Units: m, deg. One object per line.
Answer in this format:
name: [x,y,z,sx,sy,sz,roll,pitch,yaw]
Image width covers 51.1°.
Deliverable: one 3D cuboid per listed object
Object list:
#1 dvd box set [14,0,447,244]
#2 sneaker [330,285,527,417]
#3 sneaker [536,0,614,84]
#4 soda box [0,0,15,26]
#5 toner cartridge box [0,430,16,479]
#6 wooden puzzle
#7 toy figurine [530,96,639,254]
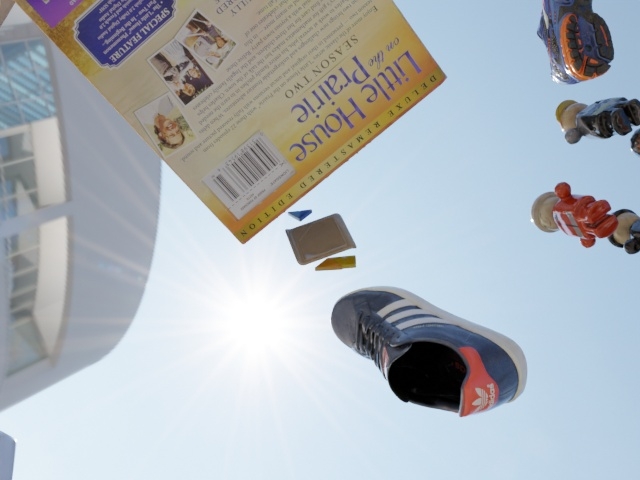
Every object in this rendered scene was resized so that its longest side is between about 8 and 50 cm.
dvd box set: [-0.105,-0.242,0.711,0.307,0.062,0.420,-39,-69,8]
sneaker: [0.115,0.159,0.980,0.350,0.148,0.131,11,-69,46]
sneaker: [0.321,-0.309,0.891,0.087,0.083,0.221,141,-53,-75]
soda box: [-0.377,-0.313,0.757,0.263,0.083,0.092,-56,-145,5]
toner cartridge box: [-0.200,0.208,0.210,0.165,0.075,0.348,60,13,-50]
wooden puzzle: [0.000,0.000,0.793,0.116,0.078,0.014,-104,-177,-48]
toy figurine: [0.417,-0.088,0.933,0.148,0.212,0.210,-155,-106,-74]
